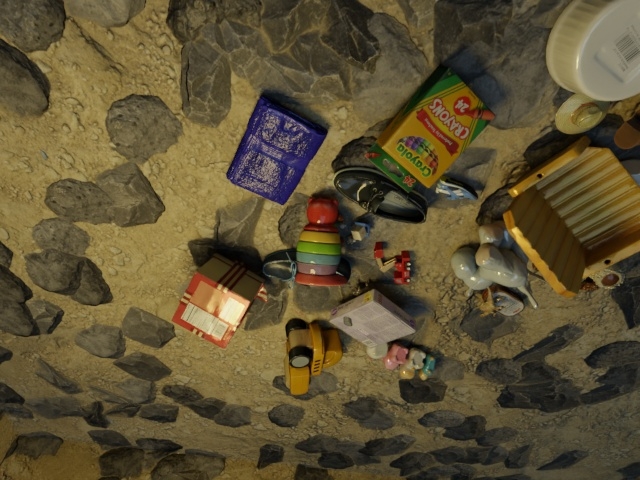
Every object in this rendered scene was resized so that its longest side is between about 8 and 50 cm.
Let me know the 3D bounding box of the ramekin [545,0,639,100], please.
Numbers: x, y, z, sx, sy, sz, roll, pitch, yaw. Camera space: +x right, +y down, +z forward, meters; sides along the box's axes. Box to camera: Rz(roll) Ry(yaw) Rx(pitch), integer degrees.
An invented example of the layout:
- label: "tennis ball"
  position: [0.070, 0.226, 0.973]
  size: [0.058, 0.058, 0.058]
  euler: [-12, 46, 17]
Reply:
- label: "ramekin"
  position: [0.726, -0.483, 0.998]
  size: [0.277, 0.135, 0.277]
  euler: [1, 126, 2]

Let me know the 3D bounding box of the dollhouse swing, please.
- label: "dollhouse swing"
  position: [0.739, -0.066, 1.147]
  size: [0.315, 0.305, 0.347]
  euler: [-38, 87, 30]

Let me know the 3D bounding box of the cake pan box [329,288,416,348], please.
- label: "cake pan box"
  position: [0.213, 0.325, 1.638]
  size: [0.267, 0.070, 0.245]
  euler: [37, 133, -23]

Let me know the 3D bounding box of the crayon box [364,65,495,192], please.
- label: "crayon box"
  position: [0.306, -0.297, 1.160]
  size: [0.202, 0.081, 0.318]
  euler: [34, 108, -22]

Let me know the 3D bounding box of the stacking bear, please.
- label: "stacking bear"
  position: [0.000, 0.000, 1.379]
  size: [0.175, 0.164, 0.289]
  euler: [5, 91, 22]

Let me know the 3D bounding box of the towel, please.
- label: "towel"
  position: [-0.145, -0.262, 1.268]
  size: [0.227, 0.076, 0.308]
  euler: [25, 126, -15]

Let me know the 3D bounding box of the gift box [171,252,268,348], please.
- label: "gift box"
  position: [-0.357, 0.231, 1.526]
  size: [0.276, 0.258, 0.255]
  euler: [34, 105, -5]

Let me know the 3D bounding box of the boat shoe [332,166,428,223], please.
- label: "boat shoe"
  position: [0.199, -0.132, 1.328]
  size: [0.340, 0.113, 0.127]
  euler: [23, 127, -14]

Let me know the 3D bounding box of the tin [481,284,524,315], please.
- label: "tin"
  position: [0.743, 0.248, 1.655]
  size: [0.189, 0.040, 0.106]
  euler: [28, 129, -18]

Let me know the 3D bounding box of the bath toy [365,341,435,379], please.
- label: "bath toy"
  position: [0.346, 0.530, 1.854]
  size: [0.348, 0.129, 0.151]
  euler: [25, 82, -18]

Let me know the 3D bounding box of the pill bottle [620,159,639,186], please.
- label: "pill bottle"
  position: [0.963, -0.151, 1.272]
  size: [0.112, 0.112, 0.187]
  euler: [-14, 127, 14]

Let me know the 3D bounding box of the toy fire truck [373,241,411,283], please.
- label: "toy fire truck"
  position: [0.273, 0.090, 1.546]
  size: [0.135, 0.047, 0.192]
  euler: [-3, 129, 6]

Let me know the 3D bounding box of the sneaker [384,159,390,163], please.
- label: "sneaker"
  position: [0.250, -0.282, 1.254]
  size: [0.135, 0.052, 0.058]
  euler: [-26, 134, 29]

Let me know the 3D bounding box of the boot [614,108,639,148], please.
- label: "boot"
  position: [0.913, -0.360, 1.028]
  size: [0.220, 0.109, 0.283]
  euler: [-27, 153, -22]

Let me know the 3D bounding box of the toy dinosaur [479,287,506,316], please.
- label: "toy dinosaur"
  position: [0.679, 0.255, 1.608]
  size: [0.092, 0.053, 0.183]
  euler: [0, 129, 6]

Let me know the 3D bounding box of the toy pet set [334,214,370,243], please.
- label: "toy pet set"
  position: [0.114, -0.049, 1.451]
  size: [0.114, 0.065, 0.122]
  euler: [11, 136, 41]

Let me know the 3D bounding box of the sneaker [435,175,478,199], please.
- label: "sneaker"
  position: [0.445, -0.161, 1.333]
  size: [0.144, 0.053, 0.059]
  euler: [22, 126, -3]

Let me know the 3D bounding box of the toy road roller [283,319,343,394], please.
- label: "toy road roller"
  position: [-0.035, 0.514, 1.813]
  size: [0.240, 0.202, 0.330]
  euler: [-1, 129, -11]

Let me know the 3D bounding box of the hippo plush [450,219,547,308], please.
- label: "hippo plush"
  position: [0.609, 0.075, 1.451]
  size: [0.294, 0.234, 0.236]
  euler: [41, 152, -9]

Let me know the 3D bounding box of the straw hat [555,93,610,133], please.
- label: "straw hat"
  position: [0.755, -0.352, 1.155]
  size: [0.144, 0.061, 0.144]
  euler: [2, 128, 2]

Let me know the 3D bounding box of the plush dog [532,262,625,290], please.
- label: "plush dog"
  position: [0.898, 0.072, 1.442]
  size: [0.262, 0.210, 0.225]
  euler: [29, 145, 15]

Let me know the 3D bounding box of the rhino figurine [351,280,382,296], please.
- label: "rhino figurine"
  position: [0.210, 0.241, 1.652]
  size: [0.106, 0.073, 0.243]
  euler: [-28, 125, 30]

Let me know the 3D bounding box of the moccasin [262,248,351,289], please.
- label: "moccasin"
  position: [-0.055, 0.107, 1.533]
  size: [0.342, 0.117, 0.138]
  euler: [-2, 129, 5]
